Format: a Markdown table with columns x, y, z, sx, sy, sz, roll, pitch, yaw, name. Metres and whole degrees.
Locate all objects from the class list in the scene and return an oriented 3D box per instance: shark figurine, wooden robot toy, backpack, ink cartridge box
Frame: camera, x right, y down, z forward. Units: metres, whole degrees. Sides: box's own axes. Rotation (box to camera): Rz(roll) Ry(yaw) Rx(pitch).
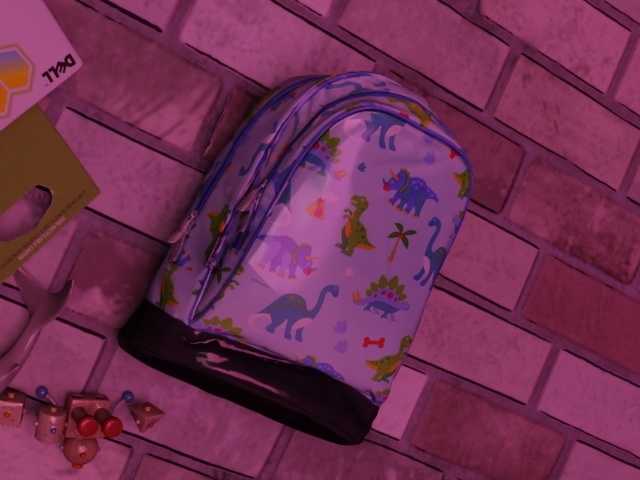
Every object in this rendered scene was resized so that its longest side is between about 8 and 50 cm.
| x | y | z | sx | sy | sz | roll | pitch | yaw | name |
| --- | --- | --- | --- | --- | --- | --- | --- | --- | --- |
| -0.352 | 0.140 | 1.078 | 0.278 | 0.116 | 0.166 | -20 | 107 | -20 | shark figurine |
| -0.248 | 0.200 | 1.162 | 0.173 | 0.076 | 0.079 | 7 | 105 | -26 | wooden robot toy |
| 0.000 | 0.000 | 1.173 | 0.290 | 0.273 | 0.356 | 28 | 72 | -20 | backpack |
| -0.297 | -0.107 | 1.038 | 0.255 | 0.097 | 0.189 | 59 | 45 | -21 | ink cartridge box |
